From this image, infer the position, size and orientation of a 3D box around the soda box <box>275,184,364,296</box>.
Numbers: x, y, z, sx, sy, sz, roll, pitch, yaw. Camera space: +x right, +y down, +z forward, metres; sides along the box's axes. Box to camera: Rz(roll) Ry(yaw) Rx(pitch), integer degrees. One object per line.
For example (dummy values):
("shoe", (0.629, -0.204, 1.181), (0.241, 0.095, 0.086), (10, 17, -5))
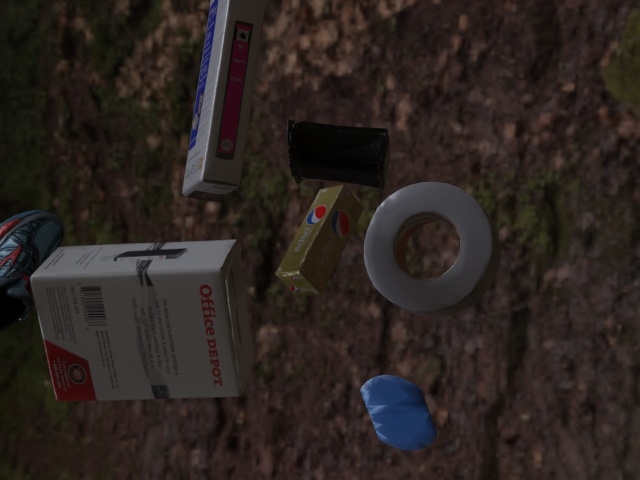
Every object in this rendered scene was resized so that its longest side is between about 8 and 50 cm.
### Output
("soda box", (0.000, 0.000, 1.702), (0.061, 0.058, 0.181), (48, -127, -30))

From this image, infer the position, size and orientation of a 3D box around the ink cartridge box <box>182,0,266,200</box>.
("ink cartridge box", (-0.141, -0.252, 1.594), (0.175, 0.069, 0.371), (166, 110, -73))

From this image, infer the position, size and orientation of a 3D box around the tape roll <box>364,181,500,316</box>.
("tape roll", (0.185, 0.015, 1.779), (0.072, 0.219, 0.219), (33, -121, -68))

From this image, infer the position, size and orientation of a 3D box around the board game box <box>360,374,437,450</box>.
("board game box", (0.156, 0.321, 2.037), (0.033, 0.133, 0.169), (-44, -62, -51))

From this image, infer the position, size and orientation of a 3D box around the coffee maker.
("coffee maker", (0.036, -0.158, 1.996), (0.171, 0.178, 0.120), (3, -88, -79))

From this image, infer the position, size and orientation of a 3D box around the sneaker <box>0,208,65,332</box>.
("sneaker", (-0.429, 0.067, 1.492), (0.262, 0.125, 0.104), (-54, -39, -30))

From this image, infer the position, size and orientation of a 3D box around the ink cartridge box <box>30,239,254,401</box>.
("ink cartridge box", (-0.239, 0.111, 1.490), (0.114, 0.272, 0.197), (-70, -24, -66))
